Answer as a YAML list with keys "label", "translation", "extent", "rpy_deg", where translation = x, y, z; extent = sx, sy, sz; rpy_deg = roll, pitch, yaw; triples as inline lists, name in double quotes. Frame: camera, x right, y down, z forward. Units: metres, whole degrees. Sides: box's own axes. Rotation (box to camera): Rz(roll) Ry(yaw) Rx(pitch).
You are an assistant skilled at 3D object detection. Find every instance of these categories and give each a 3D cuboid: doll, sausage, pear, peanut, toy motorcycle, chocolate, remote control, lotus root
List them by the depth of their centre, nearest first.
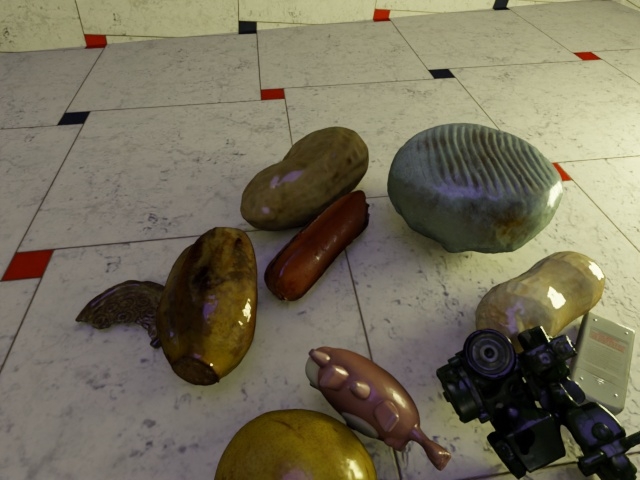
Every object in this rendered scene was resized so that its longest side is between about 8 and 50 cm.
- label: "pear"
  translation: [-0.034, 0.313, 0.519]
  extent: [0.208, 0.209, 0.209]
  rpy_deg: [0, 45, 0]
- label: "doll"
  translation: [0.071, 0.228, 0.597]
  extent: [0.262, 0.211, 0.093]
  rpy_deg: [31, 76, 36]
- label: "toy motorcycle"
  translation: [0.310, 0.250, 0.602]
  extent: [0.205, 0.127, 0.275]
  rpy_deg: [-27, 74, 2]
- label: "remote control"
  translation: [0.496, 0.213, 0.730]
  extent: [0.087, 0.029, 0.190]
  rpy_deg: [24, 50, 23]
- label: "lotus root"
  translation: [-0.199, 0.111, 0.735]
  extent: [0.193, 0.193, 0.291]
  rpy_deg: [-3, 49, -3]
- label: "chocolate"
  translation: [0.402, 0.113, 0.766]
  extent: [0.309, 0.134, 0.134]
  rpy_deg: [-25, 50, -26]
- label: "sausage"
  translation: [0.000, 0.000, 0.894]
  extent: [0.102, 0.102, 0.330]
  rpy_deg: [28, 52, 25]
- label: "peanut"
  translation: [-0.033, -0.154, 1.000]
  extent: [0.192, 0.170, 0.387]
  rpy_deg: [28, 52, 32]

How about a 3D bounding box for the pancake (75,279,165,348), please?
- label: "pancake"
  translation: [-0.377, 0.146, 0.807]
  extent: [0.190, 0.020, 0.184]
  rpy_deg: [-14, 48, -13]

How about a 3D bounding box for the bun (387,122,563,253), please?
- label: "bun"
  translation: [0.332, -0.111, 0.926]
  extent: [0.361, 0.211, 0.362]
  rpy_deg: [-1, 43, 1]
